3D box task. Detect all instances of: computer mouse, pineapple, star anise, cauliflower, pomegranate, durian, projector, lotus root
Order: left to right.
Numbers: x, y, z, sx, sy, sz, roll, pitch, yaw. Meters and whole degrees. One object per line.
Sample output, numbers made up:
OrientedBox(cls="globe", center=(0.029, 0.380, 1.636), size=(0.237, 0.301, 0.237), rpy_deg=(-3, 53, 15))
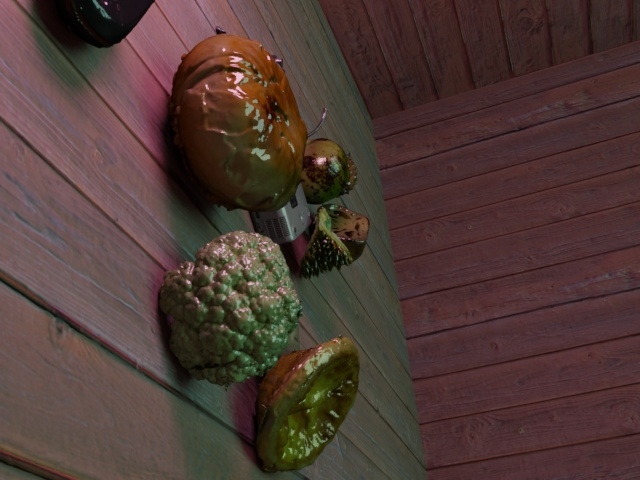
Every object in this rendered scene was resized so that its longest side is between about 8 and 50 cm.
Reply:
OrientedBox(cls="computer mouse", center=(-0.387, -0.462, 1.320), size=(0.323, 0.116, 0.182), rpy_deg=(-76, 149, -49))
OrientedBox(cls="cauliflower", center=(-0.171, 0.137, 1.416), size=(0.272, 0.275, 0.250), rpy_deg=(60, -22, 8))
OrientedBox(cls="projector", center=(-0.113, -0.104, 2.052), size=(0.250, 0.108, 0.198), rpy_deg=(-49, 124, -74))
OrientedBox(cls="star anise", center=(-0.085, -0.328, 2.261), size=(0.148, 0.218, 0.227), rpy_deg=(39, 17, 10))
OrientedBox(cls="pomegranate", center=(-0.025, -0.252, 2.350), size=(0.222, 0.204, 0.276), rpy_deg=(-72, 144, -63))
OrientedBox(cls="durian", center=(-0.010, 0.005, 2.260), size=(0.394, 0.163, 0.198), rpy_deg=(-87, 152, -80))
OrientedBox(cls="lotus root", center=(0.054, -0.003, 2.539), size=(0.188, 0.199, 0.180), rpy_deg=(-66, 179, -53))
OrientedBox(cls="pineapple", center=(0.070, -0.267, 2.823), size=(0.361, 0.175, 0.175), rpy_deg=(-58, 131, -71))

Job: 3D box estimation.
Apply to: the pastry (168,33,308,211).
OrientedBox(cls="pastry", center=(-0.188, -0.251, 1.629), size=(0.409, 0.245, 0.409), rpy_deg=(-16, 90, -73))

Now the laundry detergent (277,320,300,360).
OrientedBox(cls="laundry detergent", center=(-0.110, 0.221, 1.764), size=(0.181, 0.091, 0.253), rpy_deg=(50, 29, -59))

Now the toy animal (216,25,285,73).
OrientedBox(cls="toy animal", center=(-0.181, -0.482, 2.147), size=(0.197, 0.160, 0.272), rpy_deg=(-3, 86, -78))

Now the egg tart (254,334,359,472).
OrientedBox(cls="egg tart", center=(-0.041, 0.351, 1.656), size=(0.341, 0.132, 0.341), rpy_deg=(-34, 137, -40))
